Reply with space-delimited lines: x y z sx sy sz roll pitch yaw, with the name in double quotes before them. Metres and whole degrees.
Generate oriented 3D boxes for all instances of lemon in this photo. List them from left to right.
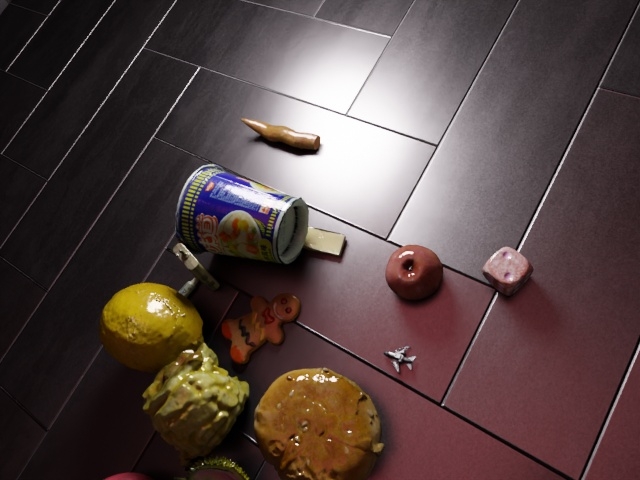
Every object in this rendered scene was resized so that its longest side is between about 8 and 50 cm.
"lemon" -0.478 0.252 1.416 0.310 0.253 0.253 21 76 9

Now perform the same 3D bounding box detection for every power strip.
"power strip" -0.364 0.077 1.443 0.034 0.268 0.092 -42 71 -11

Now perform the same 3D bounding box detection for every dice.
"dice" 0.476 0.078 1.263 0.091 0.093 0.094 -45 62 -3

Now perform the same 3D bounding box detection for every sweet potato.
"sweet potato" -0.136 -0.354 1.650 0.281 0.067 0.059 18 109 23

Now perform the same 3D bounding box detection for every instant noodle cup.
"instant noodle cup" -0.212 -0.057 1.444 0.312 0.284 0.284 14 74 21

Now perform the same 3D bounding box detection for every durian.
"durian" -0.256 0.608 1.256 0.137 0.221 0.095 -37 32 -9

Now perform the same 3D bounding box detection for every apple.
"apple" 0.247 0.084 1.320 0.153 0.120 0.153 -6 69 16

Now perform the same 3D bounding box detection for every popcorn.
"popcorn" -0.330 0.420 1.310 0.237 0.293 0.293 43 85 -11

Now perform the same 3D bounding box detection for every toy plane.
"toy plane" 0.204 0.306 1.297 0.083 0.031 0.078 18 60 21

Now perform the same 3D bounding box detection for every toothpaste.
"toothpaste" -0.453 0.193 1.556 0.048 0.029 0.197 42 89 23

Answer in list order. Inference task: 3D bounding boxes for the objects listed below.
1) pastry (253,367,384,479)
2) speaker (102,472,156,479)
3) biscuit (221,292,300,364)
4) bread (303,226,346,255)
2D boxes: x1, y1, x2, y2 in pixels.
"pastry" 0.000 0.468 1.212 0.315 0.184 0.284 26 68 26
"speaker" -0.514 0.763 1.269 0.294 0.294 0.294 -6 67 16
"biscuit" -0.171 0.237 1.443 0.250 0.036 0.165 -32 64 4
"bread" 0.000 0.000 1.485 0.153 0.028 0.068 12 74 21
